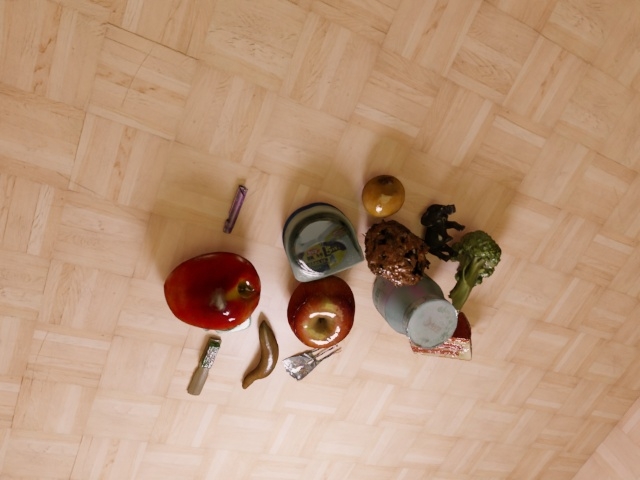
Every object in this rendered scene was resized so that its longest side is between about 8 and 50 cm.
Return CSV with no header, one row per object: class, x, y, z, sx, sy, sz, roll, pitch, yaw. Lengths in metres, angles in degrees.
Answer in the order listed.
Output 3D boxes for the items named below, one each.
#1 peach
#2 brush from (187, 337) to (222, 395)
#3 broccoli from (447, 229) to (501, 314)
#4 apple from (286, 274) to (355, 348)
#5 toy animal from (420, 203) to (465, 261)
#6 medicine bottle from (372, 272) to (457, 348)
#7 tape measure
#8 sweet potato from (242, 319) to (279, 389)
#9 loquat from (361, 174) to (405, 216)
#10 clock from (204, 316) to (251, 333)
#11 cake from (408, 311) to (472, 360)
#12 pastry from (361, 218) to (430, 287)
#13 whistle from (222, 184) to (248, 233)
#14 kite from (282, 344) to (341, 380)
peach,-0.370,0.174,1.589,0.338,0.281,0.281,-9,127,34
brush,-0.450,0.498,1.830,0.054,0.048,0.283,18,112,-19
broccoli,0.564,0.103,1.830,0.302,0.186,0.254,-55,160,11
apple,0.001,0.256,1.739,0.251,0.206,0.272,-2,114,-2
toy animal,0.441,-0.035,1.738,0.114,0.146,0.245,-8,123,-33
medicine bottle,0.354,0.247,1.760,0.244,0.290,0.245,-5,110,-15
tape measure,0.001,0.002,1.646,0.259,0.138,0.262,-21,120,-5
sweet potato,-0.222,0.465,1.859,0.108,0.079,0.346,22,113,7
loquat,0.216,-0.154,1.623,0.163,0.137,0.163,1,126,1
clock,-0.351,0.266,1.727,0.188,0.060,0.148,-8,119,-10
cake,0.523,0.441,1.994,0.261,0.160,0.158,-21,123,-2
pastry,0.277,0.032,1.664,0.274,0.275,0.193,11,126,-20
whistle,-0.285,-0.102,1.575,0.033,0.033,0.177,17,110,-22
kite,-0.032,0.492,1.954,0.245,0.015,0.141,-30,122,2
